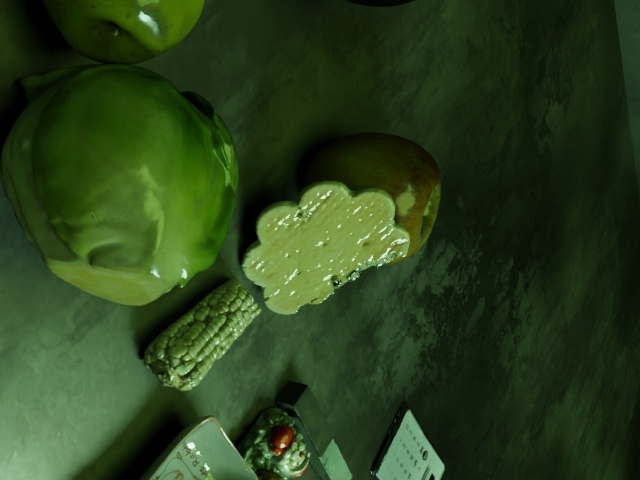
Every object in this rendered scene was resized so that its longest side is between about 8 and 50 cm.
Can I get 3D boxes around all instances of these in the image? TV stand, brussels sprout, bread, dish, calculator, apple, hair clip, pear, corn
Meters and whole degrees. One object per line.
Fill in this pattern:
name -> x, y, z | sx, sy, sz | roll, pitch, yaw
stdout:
TV stand -> -0.006, 0.346, 1.421 | 0.049, 0.040, 0.256 | -53, 134, -35
brussels sprout -> -0.219, -0.069, 0.923 | 0.259, 0.227, 0.294 | 38, 41, -42
bread -> 0.000, 0.000, 1.238 | 0.182, 0.251, 0.039 | 57, 11, -22
dish -> -0.197, 0.355, 1.124 | 0.212, 0.077, 0.151 | -50, 123, -36
calculator -> 0.188, 0.480, 1.720 | 0.161, 0.021, 0.261 | -59, 137, -28
apple -> 0.085, -0.077, 1.358 | 0.237, 0.207, 0.237 | -53, 153, -43
hair clip -> -0.111, 0.396, 1.246 | 0.321, 0.091, 0.138 | -49, 130, -38
pear -> -0.213, -0.292, 0.911 | 0.198, 0.198, 0.198 | -13, 106, -52
corn -> -0.153, 0.123, 1.148 | 0.211, 0.087, 0.087 | -43, 129, -40

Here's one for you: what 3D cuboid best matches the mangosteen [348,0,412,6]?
mangosteen -> 0.106, -0.487, 1.196 | 0.297, 0.313, 0.297 | 6, 90, -65
